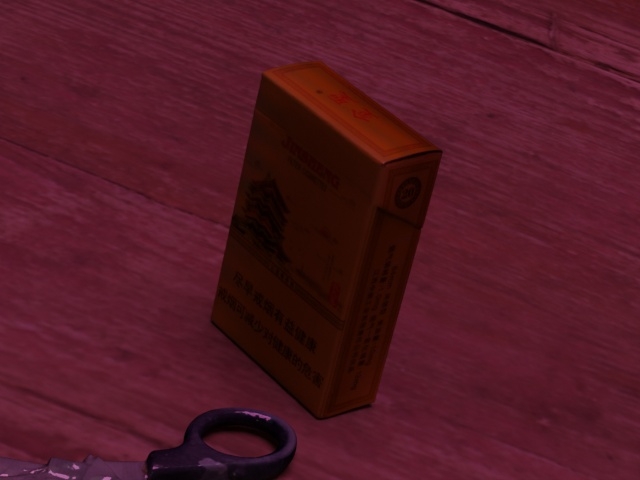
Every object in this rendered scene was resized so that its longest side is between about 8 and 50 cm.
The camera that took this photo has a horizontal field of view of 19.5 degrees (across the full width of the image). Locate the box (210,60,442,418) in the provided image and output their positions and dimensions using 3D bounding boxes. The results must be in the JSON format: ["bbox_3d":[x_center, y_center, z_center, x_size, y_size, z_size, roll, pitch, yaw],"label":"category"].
[{"bbox_3d":[0.000,0.000,1.679,0.076,0.274,0.174,-15,41,-39],"label":"box"}]

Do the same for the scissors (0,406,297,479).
[{"bbox_3d":[-0.183,0.195,1.486,0.383,0.029,0.256,7,28,-15],"label":"scissors"}]
